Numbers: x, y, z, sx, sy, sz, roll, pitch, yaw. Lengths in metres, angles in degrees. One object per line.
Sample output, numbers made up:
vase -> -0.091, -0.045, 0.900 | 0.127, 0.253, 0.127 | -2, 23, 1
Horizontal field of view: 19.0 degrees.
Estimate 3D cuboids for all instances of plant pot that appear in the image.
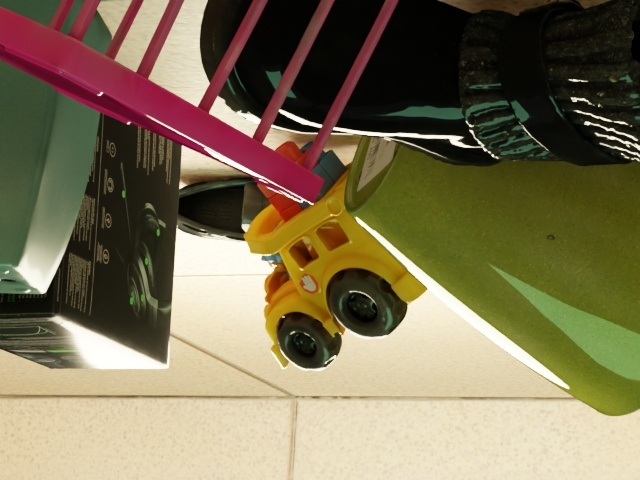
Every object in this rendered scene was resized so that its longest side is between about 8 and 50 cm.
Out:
plant pot -> -0.271, -0.081, 1.528 | 0.165, 0.234, 0.166 | 2, 167, 6
plant pot -> 0.179, -0.025, 1.676 | 0.294, 0.274, 0.275 | 23, 161, -15

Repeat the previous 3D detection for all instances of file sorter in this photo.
file sorter -> -0.109, -0.170, 1.144 | 0.202, 0.182, 0.291 | 25, 179, 29

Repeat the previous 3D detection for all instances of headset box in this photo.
headset box -> -0.232, -0.021, 1.750 | 0.131, 0.246, 0.283 | -2, 167, 18

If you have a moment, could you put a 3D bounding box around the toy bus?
toy bus -> 0.000, 0.000, 1.924 | 0.211, 0.149, 0.220 | 49, 132, -10

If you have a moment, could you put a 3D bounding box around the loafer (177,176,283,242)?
loafer -> -0.061, -0.029, 2.035 | 0.223, 0.076, 0.078 | 2, 176, 20

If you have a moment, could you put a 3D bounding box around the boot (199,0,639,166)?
boot -> 0.114, -0.128, 1.379 | 0.348, 0.131, 0.260 | 9, 179, -41
